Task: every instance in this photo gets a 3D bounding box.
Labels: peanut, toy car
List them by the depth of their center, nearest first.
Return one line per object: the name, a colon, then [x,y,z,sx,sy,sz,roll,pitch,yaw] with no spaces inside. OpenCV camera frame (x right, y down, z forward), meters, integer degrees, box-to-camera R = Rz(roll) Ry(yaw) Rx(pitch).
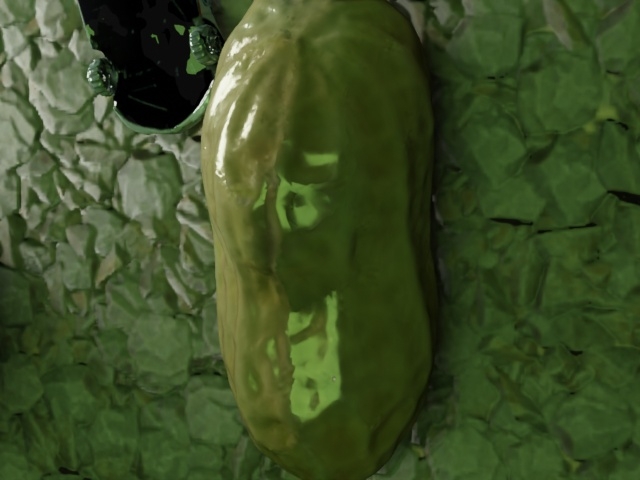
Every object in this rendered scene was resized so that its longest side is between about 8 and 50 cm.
peanut: [0.000,0.000,0.885,0.152,0.152,0.313,3,100,22]
toy car: [-0.119,-0.171,0.960,0.095,0.056,0.205,-14,94,23]
